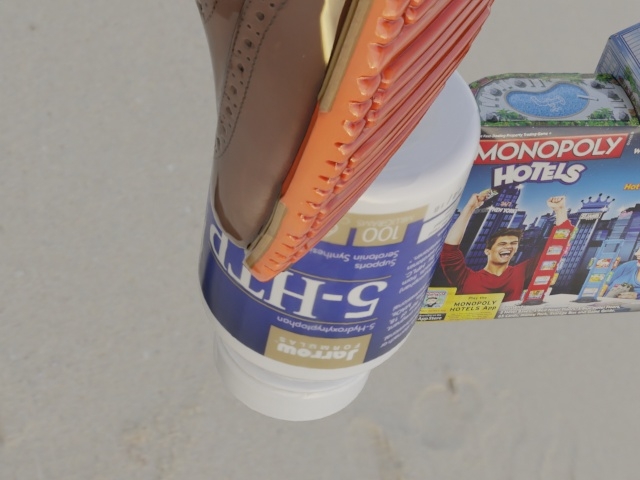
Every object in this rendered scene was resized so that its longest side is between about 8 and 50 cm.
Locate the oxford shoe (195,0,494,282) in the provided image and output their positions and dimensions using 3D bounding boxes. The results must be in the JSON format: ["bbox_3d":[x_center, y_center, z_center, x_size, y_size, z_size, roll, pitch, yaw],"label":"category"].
[{"bbox_3d":[0.001,-0.097,0.331,0.098,0.271,0.097,31,46,11],"label":"oxford shoe"}]

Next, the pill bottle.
[{"bbox_3d":[0.000,0.000,0.605,0.112,0.186,0.112,6,48,-7],"label":"pill bottle"}]

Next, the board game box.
[{"bbox_3d":[0.148,-0.044,0.693,0.194,0.194,0.060,-1,45,-18],"label":"board game box"}]
